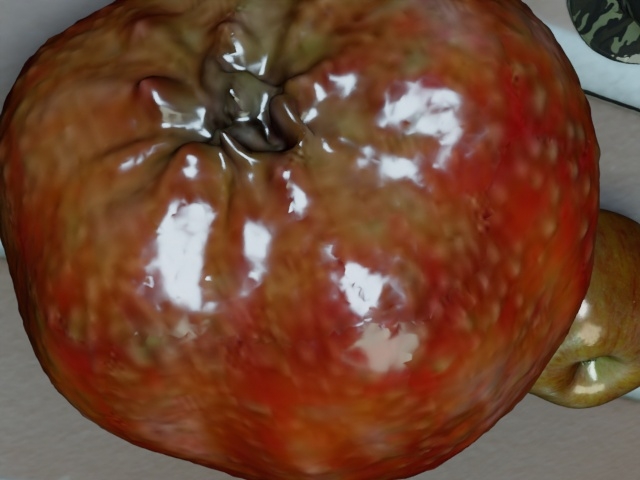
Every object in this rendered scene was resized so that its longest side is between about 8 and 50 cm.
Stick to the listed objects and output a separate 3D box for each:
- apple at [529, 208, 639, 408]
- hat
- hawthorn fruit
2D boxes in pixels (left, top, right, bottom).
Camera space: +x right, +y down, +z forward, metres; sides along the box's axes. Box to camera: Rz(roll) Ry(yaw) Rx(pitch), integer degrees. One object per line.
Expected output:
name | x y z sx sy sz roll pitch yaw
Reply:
apple | 0.158 0.042 1.168 0.126 0.102 0.126 -10 140 -9
hat | 0.190 -0.129 1.030 0.121 0.050 0.121 -12 142 -9
hawthorn fruit | 0.000 0.000 0.960 0.287 0.287 0.330 -23 155 4
